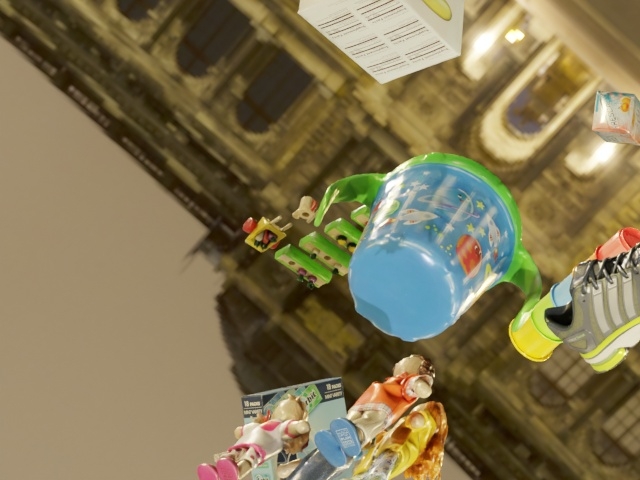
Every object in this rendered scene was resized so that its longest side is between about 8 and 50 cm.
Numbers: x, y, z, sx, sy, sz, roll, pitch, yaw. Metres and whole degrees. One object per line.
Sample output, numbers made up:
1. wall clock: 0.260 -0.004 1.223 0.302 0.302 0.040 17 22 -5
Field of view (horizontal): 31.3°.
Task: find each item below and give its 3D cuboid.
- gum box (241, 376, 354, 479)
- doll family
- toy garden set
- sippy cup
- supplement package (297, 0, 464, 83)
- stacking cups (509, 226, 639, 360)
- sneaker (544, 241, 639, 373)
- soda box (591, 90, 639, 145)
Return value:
1. gum box: -0.022 0.276 1.452 0.157 0.041 0.185 -3 -97 -49
2. doll family: 0.024 0.194 1.039 0.163 0.263 0.118 -32 -84 -47
3. toy garden set: 0.000 0.000 2.016 0.203 0.244 0.049 35 -133 -28
4. sippy cup: 0.151 0.022 1.644 0.224 0.305 0.240 -48 -52 -54
5. supplement package: 0.095 -0.374 1.653 0.203 0.149 0.194 33 -127 -42
6. stacking cups: 0.458 0.094 1.989 0.096 0.316 0.096 19 -133 -22
7. sneaker: 0.411 0.061 1.560 0.121 0.300 0.111 27 -142 -3
8. soda box: 0.462 -0.187 1.767 0.058 0.063 0.183 8 -179 20
